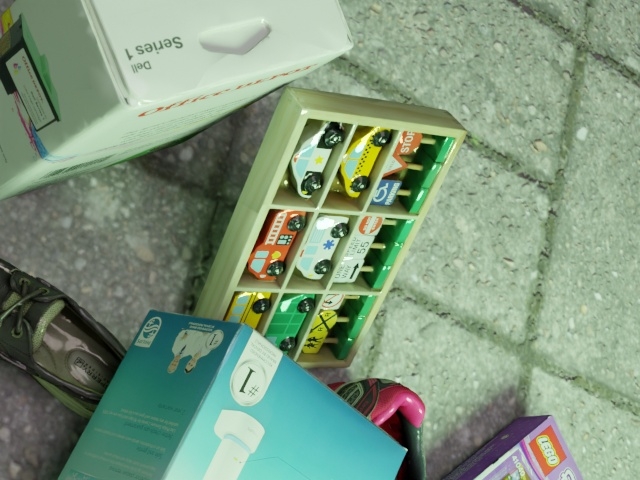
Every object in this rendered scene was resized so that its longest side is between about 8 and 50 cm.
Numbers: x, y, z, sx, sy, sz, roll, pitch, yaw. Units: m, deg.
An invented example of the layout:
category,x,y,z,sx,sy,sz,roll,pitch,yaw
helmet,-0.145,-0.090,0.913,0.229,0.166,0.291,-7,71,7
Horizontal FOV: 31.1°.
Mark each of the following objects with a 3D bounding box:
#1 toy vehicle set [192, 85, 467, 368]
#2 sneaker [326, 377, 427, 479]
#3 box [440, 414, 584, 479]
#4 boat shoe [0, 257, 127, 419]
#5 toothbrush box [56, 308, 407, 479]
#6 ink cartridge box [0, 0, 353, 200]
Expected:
category,x,y,z,sx,sy,sz,roll,pitch,yaw
toy vehicle set,0.000,0.000,0.983,0.166,0.267,0.035,2,36,-33
sneaker,0.036,0.270,1.011,0.120,0.112,0.299,6,76,-33
box,0.215,0.350,1.145,0.201,0.057,0.293,-29,95,-35
boat shoe,-0.225,0.064,0.904,0.223,0.073,0.080,40,57,-22
toothbrush box,-0.092,0.235,0.877,0.216,0.126,0.296,41,65,-36
ink cartridge box,-0.142,-0.137,0.884,0.201,0.278,0.117,-22,92,-36
